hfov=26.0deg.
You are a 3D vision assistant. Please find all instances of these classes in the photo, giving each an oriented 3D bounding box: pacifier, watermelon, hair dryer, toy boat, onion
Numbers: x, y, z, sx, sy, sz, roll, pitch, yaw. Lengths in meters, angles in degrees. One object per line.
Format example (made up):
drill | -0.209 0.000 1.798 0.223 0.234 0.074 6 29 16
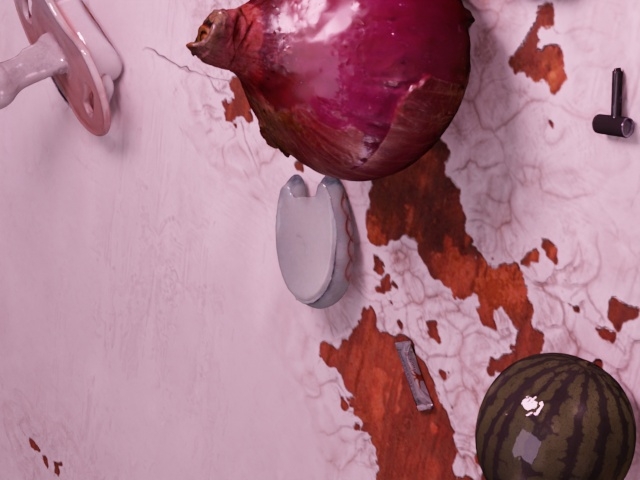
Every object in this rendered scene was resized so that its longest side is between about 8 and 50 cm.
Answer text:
pacifier | -0.467 -0.315 2.381 0.220 0.273 0.332 -43 73 30
watermelon | 0.299 0.245 1.772 0.212 0.212 0.212 22 121 41
hair dryer | 0.354 -0.168 1.676 0.047 0.026 0.083 14 113 43
toy boat | 0.000 0.000 2.115 0.134 0.079 0.207 -2 93 40
onion | -0.003 -0.249 1.766 0.348 0.385 0.347 1 91 53

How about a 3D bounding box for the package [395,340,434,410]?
package | 0.140 0.202 2.074 0.037 0.015 0.110 -17 94 49
